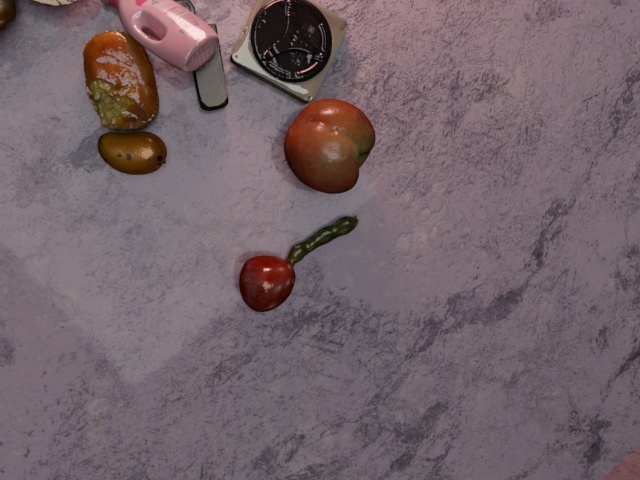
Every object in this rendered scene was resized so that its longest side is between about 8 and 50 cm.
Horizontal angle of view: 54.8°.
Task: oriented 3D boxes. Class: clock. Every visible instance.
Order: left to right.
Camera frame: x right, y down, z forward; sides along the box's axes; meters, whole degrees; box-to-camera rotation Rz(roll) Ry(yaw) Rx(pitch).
[{"bbox_3d":[-0.380,-0.616,1.666,0.085,0.017,0.085,-1,96,-13],"label":"clock"}]

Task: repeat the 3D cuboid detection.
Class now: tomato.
[{"bbox_3d":[-0.156,0.118,1.721,0.167,0.167,0.167,-1,96,-14],"label":"tomato"}]

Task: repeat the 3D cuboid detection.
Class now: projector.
[{"bbox_3d":[-0.083,-0.553,1.712,0.259,0.079,0.257,26,88,-16],"label":"projector"}]

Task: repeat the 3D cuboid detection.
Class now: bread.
[{"bbox_3d":[-0.516,-0.409,1.598,0.179,0.133,0.250,-13,100,-16],"label":"bread"}]

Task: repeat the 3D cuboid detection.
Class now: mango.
[{"bbox_3d":[-0.499,-0.232,1.639,0.178,0.090,0.115,-2,100,-9],"label":"mango"}]

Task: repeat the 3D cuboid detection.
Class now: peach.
[{"bbox_3d":[0.020,-0.259,1.694,0.252,0.252,0.252,-1,96,-14],"label":"peach"}]

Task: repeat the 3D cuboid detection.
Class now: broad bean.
[{"bbox_3d":[0.000,-0.001,1.805,0.256,0.052,0.053,-33,62,-6],"label":"broad bean"}]

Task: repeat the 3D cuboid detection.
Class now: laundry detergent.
[{"bbox_3d":[-0.426,-0.561,1.566,0.335,0.088,0.159,36,62,10],"label":"laundry detergent"}]

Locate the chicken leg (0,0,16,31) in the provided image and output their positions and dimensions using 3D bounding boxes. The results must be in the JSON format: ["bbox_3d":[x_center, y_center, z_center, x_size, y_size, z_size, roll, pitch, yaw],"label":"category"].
[{"bbox_3d":[-0.921,-0.554,1.405,0.429,0.152,0.201,-4,122,-44],"label":"chicken leg"}]

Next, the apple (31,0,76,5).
[{"bbox_3d":[-0.660,-0.734,1.512,0.251,0.163,0.293,31,101,-25],"label":"apple"}]

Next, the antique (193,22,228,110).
[{"bbox_3d":[-0.306,-0.464,1.669,0.081,0.080,0.221,-10,99,-11],"label":"antique"}]
